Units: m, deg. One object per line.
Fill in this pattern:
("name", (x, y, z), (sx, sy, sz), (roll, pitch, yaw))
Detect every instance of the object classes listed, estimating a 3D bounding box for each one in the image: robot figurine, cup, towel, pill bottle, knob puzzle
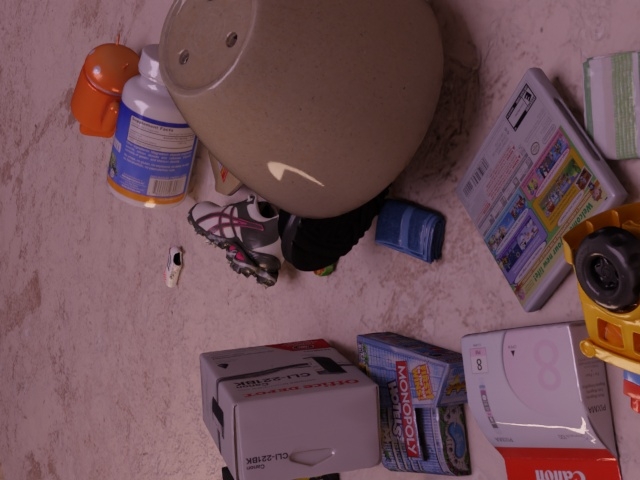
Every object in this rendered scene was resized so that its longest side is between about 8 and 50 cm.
("robot figurine", (-0.424, -0.304, 2.166), (0.128, 0.158, 0.219), (34, 132, 1))
("cup", (-0.054, -0.215, 1.315), (0.331, 0.237, 0.331), (-16, 66, 40))
("towel", (0.118, -0.015, 1.452), (0.119, 0.029, 0.067), (23, 111, 54))
("towel", (0.336, -0.141, 1.122), (0.152, 0.023, 0.113), (1, 95, 55))
("pill bottle", (-0.289, -0.206, 1.945), (0.152, 0.152, 0.272), (45, 129, 45))
("knob puzzle", (-0.135, -0.158, 1.801), (0.213, 0.030, 0.213), (-172, 90, -67))

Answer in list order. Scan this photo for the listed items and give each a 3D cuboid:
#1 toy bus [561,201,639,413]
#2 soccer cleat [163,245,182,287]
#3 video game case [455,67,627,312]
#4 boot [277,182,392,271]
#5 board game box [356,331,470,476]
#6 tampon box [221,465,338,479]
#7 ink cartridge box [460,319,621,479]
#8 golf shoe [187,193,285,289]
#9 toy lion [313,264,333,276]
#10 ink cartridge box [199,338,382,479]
("toy bus", (0.349, 0.080, 1.019), (0.220, 0.149, 0.211), (18, 121, 52))
("soccer cleat", (-0.279, 0.052, 2.063), (0.035, 0.029, 0.083), (31, 113, 56))
("video game case", (0.244, -0.055, 1.242), (0.193, 0.023, 0.212), (64, 147, 31))
("boot", (-0.010, -0.155, 1.513), (0.260, 0.131, 0.348), (34, 101, 44))
("board game box", (0.133, 0.212, 1.418), (0.194, 0.060, 0.194), (-14, 80, 57))
("tampon box", (-0.061, 0.392, 1.673), (0.161, 0.120, 0.101), (-14, 82, 56))
("ink cartridge box", (0.251, 0.214, 1.245), (0.189, 0.066, 0.232), (-16, 75, 56))
("golf shoe", (-0.124, -0.022, 1.783), (0.120, 0.105, 0.273), (-59, 38, 4))
("toy lion", (0.000, 0.000, 1.635), (0.096, 0.034, 0.100), (-51, 51, 55))
("ink cartridge box", (-0.048, 0.229, 1.499), (0.273, 0.197, 0.114), (-150, 56, -72))
